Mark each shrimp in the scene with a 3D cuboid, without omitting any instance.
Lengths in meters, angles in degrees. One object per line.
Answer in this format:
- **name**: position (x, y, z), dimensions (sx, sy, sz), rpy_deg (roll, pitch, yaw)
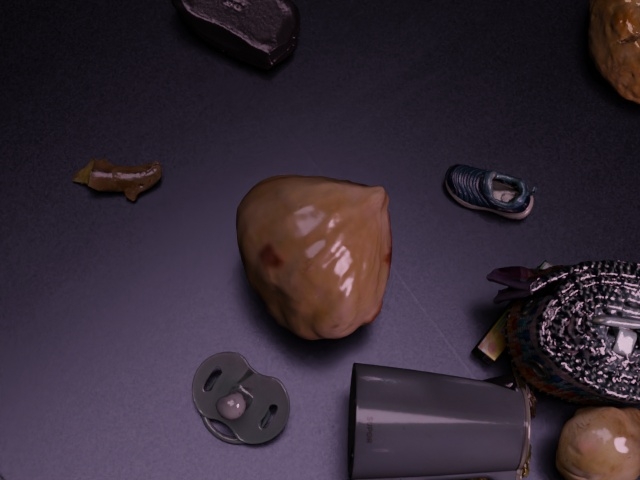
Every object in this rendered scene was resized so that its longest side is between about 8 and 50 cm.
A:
- **shrimp**: position (0.327, 0.206, 1.730), dimensions (0.083, 0.023, 0.114), rpy_deg (-3, 68, -7)

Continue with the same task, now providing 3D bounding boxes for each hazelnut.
- **hazelnut**: position (0.000, 0.000, 1.661), dimensions (0.241, 0.261, 0.261), rpy_deg (-26, 71, 26)

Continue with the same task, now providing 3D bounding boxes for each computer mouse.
- **computer mouse**: position (-0.137, -0.359, 1.867), dimensions (0.217, 0.073, 0.122), rpy_deg (26, 74, -1)

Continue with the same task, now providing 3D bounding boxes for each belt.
- **belt**: position (0.392, 0.134, 1.675), dimensions (0.295, 0.160, 0.207), rpy_deg (4, 82, -18)

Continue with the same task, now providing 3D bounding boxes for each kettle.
- **kettle**: position (0.159, 0.281, 1.601), dimensions (0.243, 0.160, 0.210), rpy_deg (4, 85, -1)

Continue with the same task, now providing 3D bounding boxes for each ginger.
- **ginger**: position (-0.312, -0.097, 1.785), dimensions (0.137, 0.044, 0.057), rpy_deg (4, 53, -4)

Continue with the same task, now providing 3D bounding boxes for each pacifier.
- **pacifier**: position (-0.122, 0.232, 1.649), dimensions (0.150, 0.116, 0.127), rpy_deg (39, 99, 6)

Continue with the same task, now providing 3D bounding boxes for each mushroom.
- **mushroom**: position (0.399, 0.291, 1.650), dimensions (0.148, 0.148, 0.112), rpy_deg (-5, 38, -5)

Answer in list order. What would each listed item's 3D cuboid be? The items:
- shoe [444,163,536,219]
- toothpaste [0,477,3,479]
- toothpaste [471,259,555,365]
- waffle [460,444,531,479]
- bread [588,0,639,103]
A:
- **shoe**: position (0.260, -0.081, 1.798), dimensions (0.143, 0.071, 0.064), rpy_deg (21, 71, 9)
- **toothpaste**: position (-0.459, 0.358, 1.622), dimensions (0.297, 0.048, 0.075), rpy_deg (40, 74, 13)
- **toothpaste**: position (0.295, 0.108, 1.749), dimensions (0.037, 0.043, 0.178), rpy_deg (39, 73, 9)
- **waffle**: position (0.213, 0.299, 1.684), dimensions (0.183, 0.036, 0.169), rpy_deg (3, 68, -2)
- **bread**: position (0.539, -0.344, 1.870), dimensions (0.244, 0.134, 0.244), rpy_deg (2, 73, -6)
